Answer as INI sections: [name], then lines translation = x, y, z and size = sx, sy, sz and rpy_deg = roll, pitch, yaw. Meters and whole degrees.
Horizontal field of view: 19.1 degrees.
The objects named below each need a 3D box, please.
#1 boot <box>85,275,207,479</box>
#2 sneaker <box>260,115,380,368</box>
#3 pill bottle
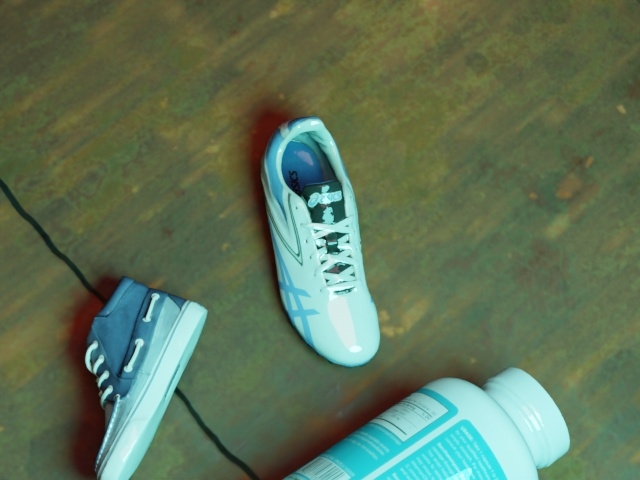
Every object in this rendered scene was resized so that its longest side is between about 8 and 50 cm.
[boot]
translation = -0.174, 0.124, 1.661
size = 0.086, 0.069, 0.190
rpy_deg = 22, 60, 6
[sneaker]
translation = 0.000, 0.000, 1.722
size = 0.085, 0.086, 0.237
rpy_deg = -12, 74, -16
[pill bottle]
translation = 0.084, 0.214, 1.625
size = 0.264, 0.146, 0.146
rpy_deg = -31, 78, -19
